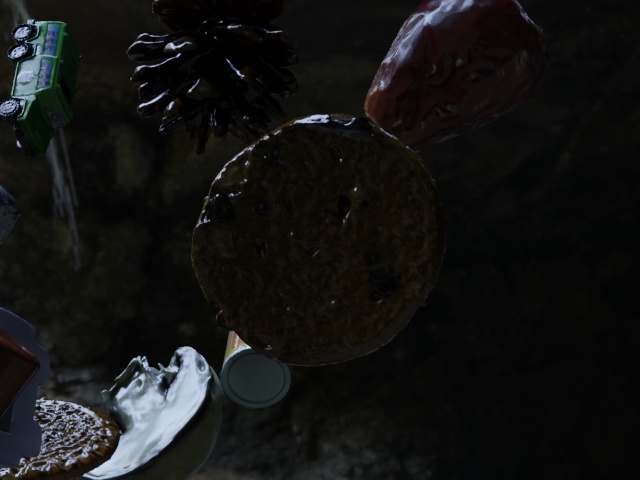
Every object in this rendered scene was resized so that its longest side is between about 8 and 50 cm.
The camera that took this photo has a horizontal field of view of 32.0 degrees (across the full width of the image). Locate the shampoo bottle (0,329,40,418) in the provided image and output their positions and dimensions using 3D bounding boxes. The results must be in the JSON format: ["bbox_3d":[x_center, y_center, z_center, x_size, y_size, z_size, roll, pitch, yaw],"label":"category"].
[{"bbox_3d":[-0.373,0.193,1.073,0.244,0.085,0.085,-55,-23,-11],"label":"shampoo bottle"}]

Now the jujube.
[{"bbox_3d":[0.177,-0.228,1.499,0.255,0.190,0.190,-42,-29,8],"label":"jujube"}]

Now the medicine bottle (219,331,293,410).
[{"bbox_3d":[-0.074,0.090,1.591,0.108,0.426,0.108,0,-67,0],"label":"medicine bottle"}]

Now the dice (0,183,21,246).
[{"bbox_3d":[-0.544,-0.047,1.547,0.182,0.183,0.181,-46,-5,-8],"label":"dice"}]

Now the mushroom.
[{"bbox_3d":[-0.256,0.314,1.773,0.267,0.189,0.164,-48,-39,-20],"label":"mushroom"}]

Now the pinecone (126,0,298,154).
[{"bbox_3d":[-0.131,-0.214,1.392,0.229,0.201,0.202,44,-27,-25],"label":"pinecone"}]

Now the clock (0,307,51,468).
[{"bbox_3d":[-0.467,0.192,1.323,0.254,0.189,0.189,-16,-22,26],"label":"clock"}]

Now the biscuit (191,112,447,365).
[{"bbox_3d":[0.001,0.000,1.269,0.296,0.296,0.075,-17,-3,1],"label":"biscuit"}]

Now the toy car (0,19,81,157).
[{"bbox_3d":[-0.305,-0.168,1.226,0.062,0.165,0.071,-7,-38,7],"label":"toy car"}]

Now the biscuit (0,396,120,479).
[{"bbox_3d":[-0.419,0.265,1.494,0.305,0.038,0.305,1,10,0],"label":"biscuit"}]
